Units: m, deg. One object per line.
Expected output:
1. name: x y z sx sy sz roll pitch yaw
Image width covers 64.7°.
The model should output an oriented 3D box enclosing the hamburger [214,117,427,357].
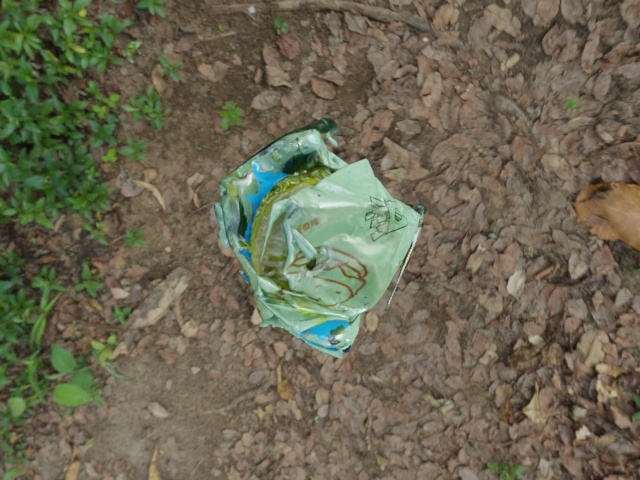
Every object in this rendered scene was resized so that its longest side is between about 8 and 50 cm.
1. hamburger: -0.006 0.001 0.640 0.276 0.150 0.260 41 97 -13
